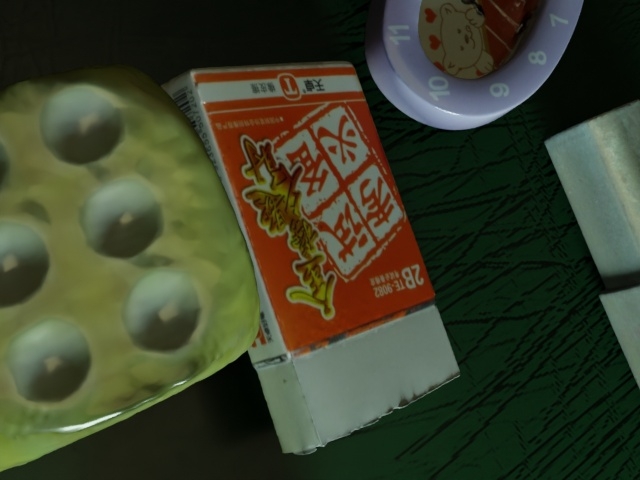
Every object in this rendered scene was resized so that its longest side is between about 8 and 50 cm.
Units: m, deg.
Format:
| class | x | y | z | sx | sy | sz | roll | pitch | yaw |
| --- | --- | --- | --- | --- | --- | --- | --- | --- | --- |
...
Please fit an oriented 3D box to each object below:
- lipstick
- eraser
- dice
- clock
| class | x | y | z | sx | sy | sz | roll | pitch | yaw |
| --- | --- | --- | --- | --- | --- | --- | --- | --- | --- |
| lipstick | 0.248 | 0.027 | 0.744 | 0.079 | 0.077 | 0.253 | -21 | 87 | -23 |
| eraser | 0.000 | 0.000 | 0.640 | 0.157 | 0.038 | 0.230 | -15 | 85 | -51 |
| dice | -0.142 | 0.016 | 0.546 | 0.166 | 0.169 | 0.169 | -26 | 90 | -23 |
| clock | 0.105 | -0.176 | 0.733 | 0.172 | 0.064 | 0.198 | -5 | 82 | -22 |
